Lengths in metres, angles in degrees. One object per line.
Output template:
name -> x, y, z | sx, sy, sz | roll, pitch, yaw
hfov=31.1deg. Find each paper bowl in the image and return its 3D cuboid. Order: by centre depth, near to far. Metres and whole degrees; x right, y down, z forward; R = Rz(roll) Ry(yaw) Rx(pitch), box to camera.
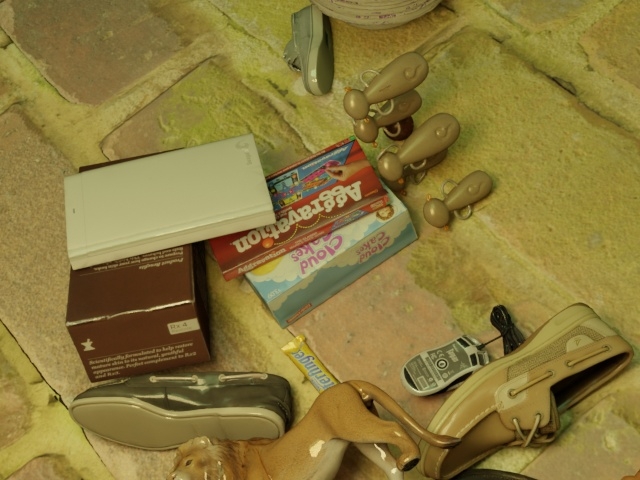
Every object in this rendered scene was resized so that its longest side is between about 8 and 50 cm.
paper bowl -> 0.103, -0.495, 2.086 | 0.284, 0.148, 0.284 | -3, 51, 4

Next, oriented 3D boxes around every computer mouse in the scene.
computer mouse -> 0.205, 0.173, 1.679 | 0.193, 0.042, 0.106 | -23, 57, -7

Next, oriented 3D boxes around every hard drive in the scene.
hard drive -> -0.236, -0.064, 1.771 | 0.308, 0.040, 0.203 | -14, 41, -3

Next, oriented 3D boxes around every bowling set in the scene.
bowling set -> 0.128, -0.148, 1.866 | 0.154, 0.287, 0.200 | -34, 10, -17

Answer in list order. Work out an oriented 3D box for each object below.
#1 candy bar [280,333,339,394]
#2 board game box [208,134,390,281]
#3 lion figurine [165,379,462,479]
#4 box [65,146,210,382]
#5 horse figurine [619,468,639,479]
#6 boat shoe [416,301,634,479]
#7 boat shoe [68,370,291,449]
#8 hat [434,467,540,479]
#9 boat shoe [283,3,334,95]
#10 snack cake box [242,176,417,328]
candy bar -> -0.001, 0.204, 1.734 | 0.040, 0.018, 0.161 | -36, 53, -9
board game box -> -0.045, -0.053, 1.807 | 0.281, 0.027, 0.145 | -26, 53, 0
lion figurine -> -0.019, 0.297, 1.572 | 0.392, 0.142, 0.240 | -34, 54, 6
box -> -0.280, 0.029, 1.808 | 0.191, 0.143, 0.381 | -10, 39, 1
horse figurine -> 0.381, 0.370, 1.404 | 0.066, 0.174, 0.263 | 10, 59, 23
boat shoe -> 0.278, 0.220, 1.572 | 0.341, 0.121, 0.110 | -38, 54, -12
boat shoe -> -0.204, 0.246, 1.721 | 0.335, 0.112, 0.095 | 1, 41, 12
hat -> 0.191, 0.413, 1.460 | 0.331, 0.134, 0.331 | -9, 54, 12
boat shoe -> -0.025, -0.339, 2.085 | 0.081, 0.079, 0.227 | -13, 47, 16
snack cake box -> 0.000, 0.000, 1.829 | 0.264, 0.089, 0.152 | -34, 53, -7
